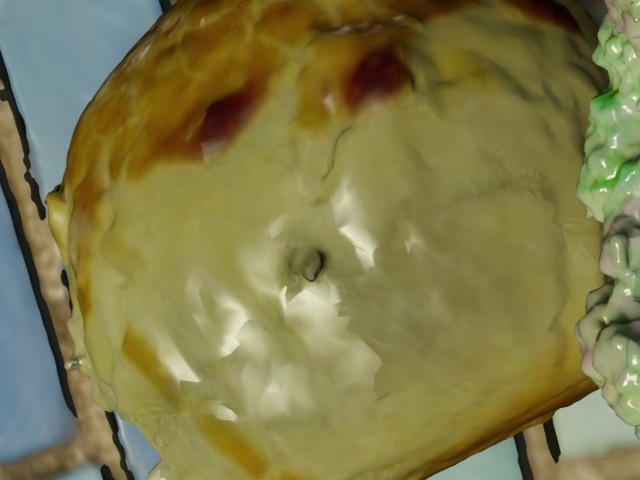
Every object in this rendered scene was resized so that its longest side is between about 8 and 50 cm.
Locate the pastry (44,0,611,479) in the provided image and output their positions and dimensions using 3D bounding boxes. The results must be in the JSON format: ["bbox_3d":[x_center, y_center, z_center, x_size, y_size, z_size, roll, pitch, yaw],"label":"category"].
[{"bbox_3d":[0.003,-0.009,0.703,0.256,0.170,0.237,-31,87,21],"label":"pastry"}]

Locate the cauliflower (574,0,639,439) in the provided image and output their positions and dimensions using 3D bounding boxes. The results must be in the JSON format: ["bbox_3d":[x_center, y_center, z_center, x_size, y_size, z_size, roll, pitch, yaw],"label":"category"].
[{"bbox_3d":[0.219,-0.026,0.555,0.315,0.256,0.239,160,95,-68],"label":"cauliflower"}]
